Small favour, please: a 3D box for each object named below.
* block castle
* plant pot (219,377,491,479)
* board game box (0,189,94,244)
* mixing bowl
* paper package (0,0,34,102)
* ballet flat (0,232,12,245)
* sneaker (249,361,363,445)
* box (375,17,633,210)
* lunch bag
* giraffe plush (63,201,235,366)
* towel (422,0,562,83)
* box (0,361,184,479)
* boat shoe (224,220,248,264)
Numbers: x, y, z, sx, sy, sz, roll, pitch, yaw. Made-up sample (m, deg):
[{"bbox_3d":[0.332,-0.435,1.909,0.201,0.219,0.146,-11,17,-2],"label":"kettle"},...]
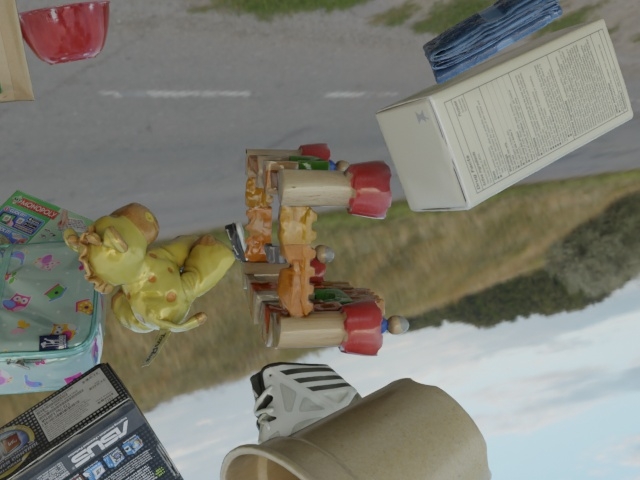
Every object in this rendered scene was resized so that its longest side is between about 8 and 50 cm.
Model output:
[{"bbox_3d":[0.000,0.000,1.356,0.213,0.303,0.453,0,-170,-13],"label":"block castle"},{"bbox_3d":[0.075,0.366,1.185,0.305,0.334,0.334,-29,-176,-36],"label":"plant pot"},{"bbox_3d":[-0.567,0.027,1.654,0.317,0.046,0.213,20,-125,22],"label":"board game box"},{"bbox_3d":[-0.471,-0.382,1.509,0.181,0.098,0.181,-9,-164,2],"label":"mixing bowl"},{"bbox_3d":[-0.523,-0.375,1.126,0.168,0.324,0.309,-11,-150,-20],"label":"paper package"},{"bbox_3d":[-0.649,0.133,1.416,0.123,0.348,0.123,19,162,6],"label":"ballet flat"},{"bbox_3d":[-0.109,0.423,1.680,0.447,0.257,0.169,-35,159,-26],"label":"sneaker"},{"bbox_3d":[0.240,-0.161,1.039,0.311,0.148,0.121,-26,-168,-27],"label":"box"},{"bbox_3d":[-0.468,0.120,1.328,0.224,0.279,0.108,-1,131,-9],"label":"lunch bag"},{"bbox_3d":[-0.238,0.029,1.041,0.181,0.170,0.210,-25,-150,24],"label":"giraffe plush"},{"bbox_3d":[0.145,-0.184,0.703,0.119,0.029,0.067,-28,-155,14],"label":"towel"},{"bbox_3d":[-0.219,0.250,0.598,0.270,0.216,0.060,-34,-144,-18],"label":"box"},{"bbox_3d":[-0.185,0.019,1.844,0.038,0.125,0.046,-13,-159,5],"label":"boat shoe"}]
